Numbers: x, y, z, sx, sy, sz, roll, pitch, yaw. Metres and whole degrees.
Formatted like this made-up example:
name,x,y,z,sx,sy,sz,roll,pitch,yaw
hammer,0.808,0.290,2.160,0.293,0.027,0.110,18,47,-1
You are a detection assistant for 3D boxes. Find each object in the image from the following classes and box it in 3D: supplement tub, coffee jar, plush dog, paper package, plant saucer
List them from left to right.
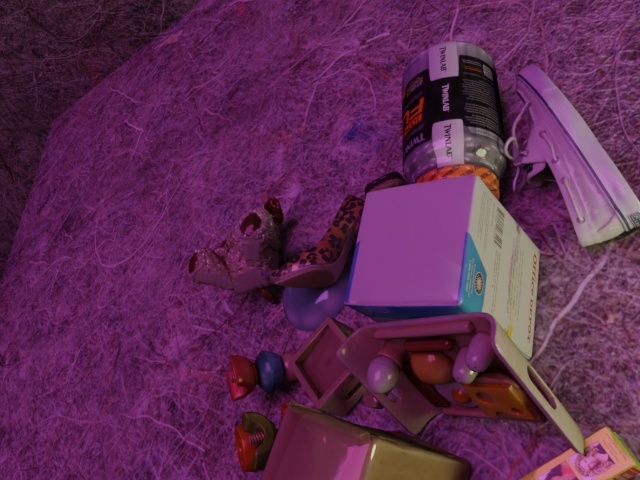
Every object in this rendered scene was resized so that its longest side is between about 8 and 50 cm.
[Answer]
name,x,y,z,sx,sy,sz,roll,pitch,yaw
plush dog,-0.164,0.019,1.301,0.262,0.210,0.226,-34,28,25
plant saucer,-0.021,0.105,1.203,0.194,0.037,0.195,-22,52,31
paper package,0.043,0.429,0.755,0.168,0.309,0.325,6,71,43
coffee jar,0.154,-0.055,1.114,0.096,0.079,0.185,-26,51,18
supplement tub,0.255,-0.210,1.039,0.193,0.193,0.316,-17,55,33

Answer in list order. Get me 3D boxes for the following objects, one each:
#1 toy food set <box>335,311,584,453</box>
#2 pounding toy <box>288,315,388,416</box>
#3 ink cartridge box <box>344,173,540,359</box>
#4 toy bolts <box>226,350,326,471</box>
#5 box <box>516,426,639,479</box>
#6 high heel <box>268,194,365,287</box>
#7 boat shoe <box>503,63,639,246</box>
name,x,y,z,sx,sy,sz,roll,pitch,yaw
toy food set,0.185,0.218,0.770,0.306,0.220,0.092,-18,29,53
pounding toy,0.068,0.243,1.000,0.181,0.094,0.206,-50,44,6
ink cartridge box,0.208,0.056,0.864,0.197,0.270,0.198,-6,62,40
toy bolts,-0.092,0.341,1.090,0.218,0.158,0.229,112,144,-52
box,0.317,0.344,0.732,0.232,0.087,0.058,-40,48,14
high heel,0.000,0.000,1.162,0.261,0.093,0.186,-16,55,-5
boat shoe,0.397,-0.143,0.936,0.156,0.135,0.367,-34,57,25
